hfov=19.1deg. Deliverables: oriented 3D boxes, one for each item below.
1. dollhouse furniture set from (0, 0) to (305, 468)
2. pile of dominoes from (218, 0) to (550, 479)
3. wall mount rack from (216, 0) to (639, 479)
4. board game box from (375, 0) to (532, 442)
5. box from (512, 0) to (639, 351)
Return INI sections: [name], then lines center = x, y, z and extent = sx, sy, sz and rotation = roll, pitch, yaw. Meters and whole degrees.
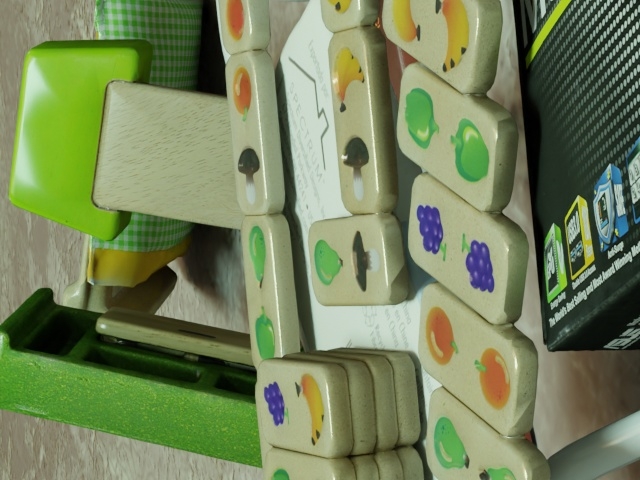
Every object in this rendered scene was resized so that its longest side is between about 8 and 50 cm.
[dollhouse furniture set]
center = -0.059, -0.029, 1.045
extent = 0.301, 0.151, 0.197
rotation = -64, -17, -75
[pile of dominoes]
center = 0.000, 0.000, 0.598
extent = 0.196, 0.040, 0.251
rotation = 177, 86, -66
[wall mount rack]
center = 0.077, -0.013, 0.628
extent = 0.304, 0.131, 0.350
rotation = 117, 139, -57
[board game box]
center = 0.041, 0.040, 0.860
extent = 0.145, 0.027, 0.281
rotation = 136, 126, -61
[box]
center = 0.090, -0.082, 0.465
extent = 0.190, 0.045, 0.184
rotation = 122, 144, -71
